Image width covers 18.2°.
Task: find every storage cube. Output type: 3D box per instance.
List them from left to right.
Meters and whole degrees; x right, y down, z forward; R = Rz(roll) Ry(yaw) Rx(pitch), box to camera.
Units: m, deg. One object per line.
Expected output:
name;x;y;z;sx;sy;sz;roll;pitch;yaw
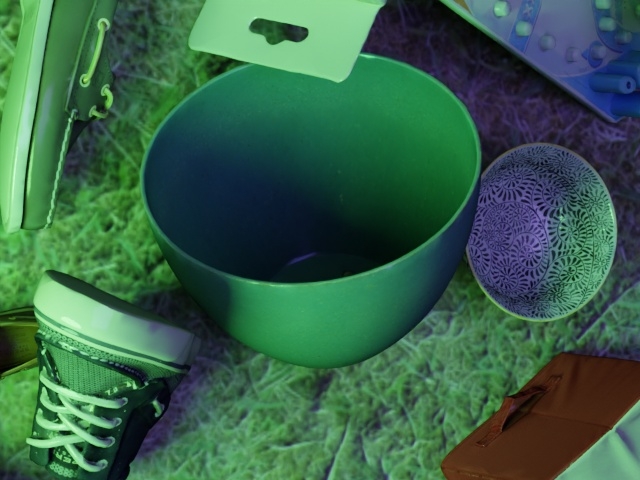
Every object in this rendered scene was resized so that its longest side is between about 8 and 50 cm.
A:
storage cube;0.266;0.236;1.896;0.183;0.193;0.215;-40;107;-20

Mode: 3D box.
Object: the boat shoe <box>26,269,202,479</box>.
boat shoe;-0.181;0.126;1.625;0.127;0.340;0.158;24;86;10

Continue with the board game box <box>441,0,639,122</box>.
board game box;0.256;-0.358;1.891;0.390;0.050;0.390;28;78;-44

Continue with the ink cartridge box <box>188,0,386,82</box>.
ink cartridge box;-0.014;-0.333;1.743;0.119;0.207;0.353;32;77;-52

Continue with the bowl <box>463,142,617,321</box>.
bowl;0.194;-0.008;1.923;0.170;0.080;0.170;0;90;-24

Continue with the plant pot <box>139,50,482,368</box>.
plant pot;0.000;0.000;1.753;0.290;0.290;0.195;-31;139;-22

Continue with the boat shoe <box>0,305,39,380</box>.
boat shoe;-0.298;0.095;1.706;0.178;0.060;0.064;-14;96;-24

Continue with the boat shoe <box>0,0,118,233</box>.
boat shoe;-0.218;-0.152;1.717;0.091;0.109;0.305;9;82;-19
